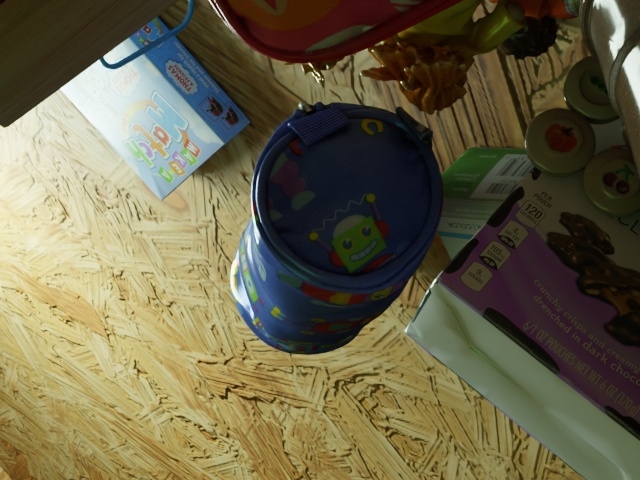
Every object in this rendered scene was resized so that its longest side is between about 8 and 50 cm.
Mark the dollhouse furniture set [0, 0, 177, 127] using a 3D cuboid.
[{"bbox_3d":[-0.245,-0.274,0.569,0.256,0.362,0.394,57,-174,30],"label":"dollhouse furniture set"}]

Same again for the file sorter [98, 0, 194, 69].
[{"bbox_3d":[-0.190,-0.199,0.832,0.170,0.118,0.104,15,128,28],"label":"file sorter"}]

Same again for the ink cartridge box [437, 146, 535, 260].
[{"bbox_3d":[0.163,0.038,0.790,0.109,0.062,0.209,7,133,47],"label":"ink cartridge box"}]

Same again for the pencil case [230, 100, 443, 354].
[{"bbox_3d":[0.000,0.000,0.821,0.306,0.119,0.133,115,137,-74],"label":"pencil case"}]

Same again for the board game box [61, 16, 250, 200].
[{"bbox_3d":[-0.171,-0.145,0.994,0.211,0.039,0.160,48,149,-7],"label":"board game box"}]

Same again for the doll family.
[{"bbox_3d":[0.023,-0.159,0.662,0.263,0.118,0.163,28,146,25],"label":"doll family"}]

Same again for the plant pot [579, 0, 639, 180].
[{"bbox_3d":[0.201,-0.040,0.478,0.167,0.165,0.167,-1,152,0],"label":"plant pot"}]

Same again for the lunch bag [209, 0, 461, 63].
[{"bbox_3d":[0.022,-0.245,0.472,0.258,0.120,0.293,-26,111,12],"label":"lunch bag"}]

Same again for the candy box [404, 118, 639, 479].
[{"bbox_3d":[0.172,0.024,0.628,0.165,0.196,0.070,38,150,11],"label":"candy box"}]

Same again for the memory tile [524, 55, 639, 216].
[{"bbox_3d":[0.192,-0.049,0.604,0.148,0.113,0.012,37,169,11],"label":"memory tile"}]
